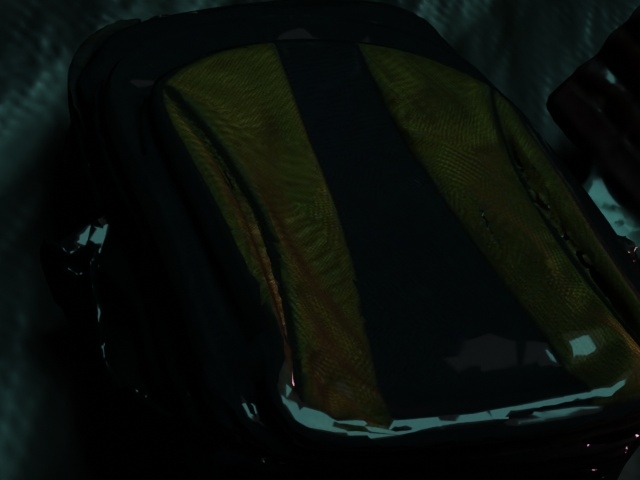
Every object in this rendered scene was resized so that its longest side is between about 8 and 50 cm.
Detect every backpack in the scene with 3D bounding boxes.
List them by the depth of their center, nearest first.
[{"bbox_3d":[0.000,0.000,0.600,0.206,0.133,0.258,-1,46,-25],"label":"backpack"}]

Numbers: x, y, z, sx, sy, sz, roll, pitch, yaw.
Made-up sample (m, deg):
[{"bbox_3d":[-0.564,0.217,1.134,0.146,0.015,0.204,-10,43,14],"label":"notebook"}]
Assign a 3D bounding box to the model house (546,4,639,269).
[{"bbox_3d":[0.267,-0.007,0.765,0.249,0.230,0.280,-37,71,-7],"label":"model house"}]
